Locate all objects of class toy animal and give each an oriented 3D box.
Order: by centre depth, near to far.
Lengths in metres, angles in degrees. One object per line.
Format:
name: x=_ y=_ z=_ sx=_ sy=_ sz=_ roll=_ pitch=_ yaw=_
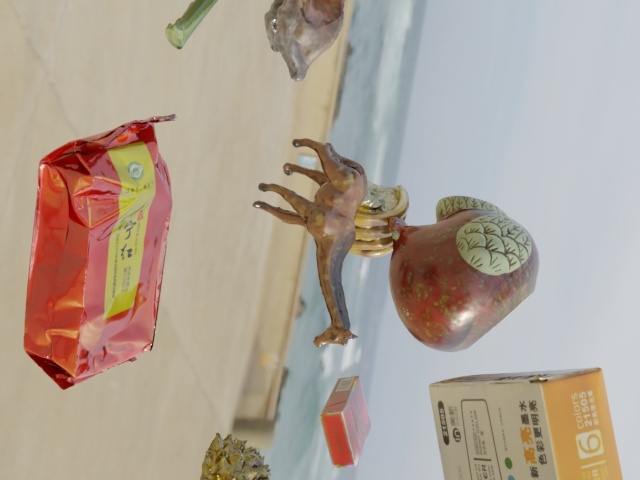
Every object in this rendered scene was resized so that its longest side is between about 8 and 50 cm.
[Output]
toy animal: x=0.000 y=0.000 z=1.340 sx=0.224 sy=0.230 sz=0.066 roll=-52 pitch=159 yaw=-5

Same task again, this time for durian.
durian: x=-0.110 y=0.373 z=1.429 sx=0.140 sy=0.078 sz=0.224 roll=56 pitch=29 yaw=-64

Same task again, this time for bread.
bread: x=0.078 y=-0.034 z=1.650 sx=0.177 sy=0.119 sz=0.084 roll=90 pitch=5 yaw=-59

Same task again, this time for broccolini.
broccolini: x=-0.096 y=-0.444 z=1.543 sx=0.392 sy=0.079 sz=0.074 roll=-54 pitch=154 yaw=-14

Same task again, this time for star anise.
star anise: x=0.005 y=-0.270 z=1.044 sx=0.208 sy=0.063 sz=0.171 roll=-49 pitch=-151 yaw=27

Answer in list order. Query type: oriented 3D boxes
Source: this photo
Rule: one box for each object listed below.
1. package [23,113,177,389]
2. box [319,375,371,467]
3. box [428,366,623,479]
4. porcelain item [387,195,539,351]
package: x=-0.330 y=0.010 z=1.574 sx=0.196 sy=0.123 sz=0.423 roll=-23 pitch=128 yaw=-56
box: x=0.050 y=0.335 z=1.937 sx=0.175 sy=0.048 sz=0.112 roll=-52 pitch=131 yaw=-70
box: x=0.227 y=0.275 z=1.109 sx=0.221 sy=0.091 sz=0.273 roll=-22 pitch=-103 yaw=62
porcelain item: x=0.197 y=0.037 z=1.562 sx=0.253 sy=0.253 sz=0.253 roll=10 pitch=90 yaw=-87
